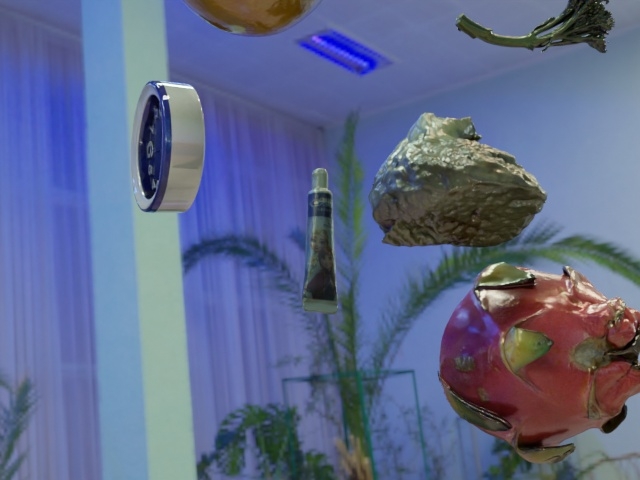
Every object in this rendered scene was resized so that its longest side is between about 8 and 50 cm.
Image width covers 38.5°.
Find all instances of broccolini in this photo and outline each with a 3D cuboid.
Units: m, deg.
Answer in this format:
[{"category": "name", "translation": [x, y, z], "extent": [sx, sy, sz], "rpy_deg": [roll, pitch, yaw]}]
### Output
[{"category": "broccolini", "translation": [0.357, -0.373, 1.509], "extent": [0.271, 0.123, 0.062], "rpy_deg": [0, 20, -8]}]

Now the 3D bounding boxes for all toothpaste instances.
[{"category": "toothpaste", "translation": [0.000, 0.000, 1.350], "extent": [0.062, 0.216, 0.037], "rpy_deg": [7, -13, -30]}]

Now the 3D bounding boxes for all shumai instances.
[{"category": "shumai", "translation": [0.191, -0.104, 1.339], "extent": [0.256, 0.218, 0.189], "rpy_deg": [3, -41, -13]}]

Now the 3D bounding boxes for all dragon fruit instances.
[{"category": "dragon fruit", "translation": [0.354, 0.183, 1.391], "extent": [0.305, 0.305, 0.226], "rpy_deg": [0, 4, -25]}]

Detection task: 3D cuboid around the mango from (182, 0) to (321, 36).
[{"category": "mango", "translation": [-0.073, -0.389, 0.986], "extent": [0.232, 0.446, 0.300], "rpy_deg": [-4, -52, 8]}]

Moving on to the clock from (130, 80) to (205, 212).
[{"category": "clock", "translation": [-0.270, -0.162, 1.612], "extent": [0.083, 0.230, 0.230], "rpy_deg": [3, -17, -27]}]
